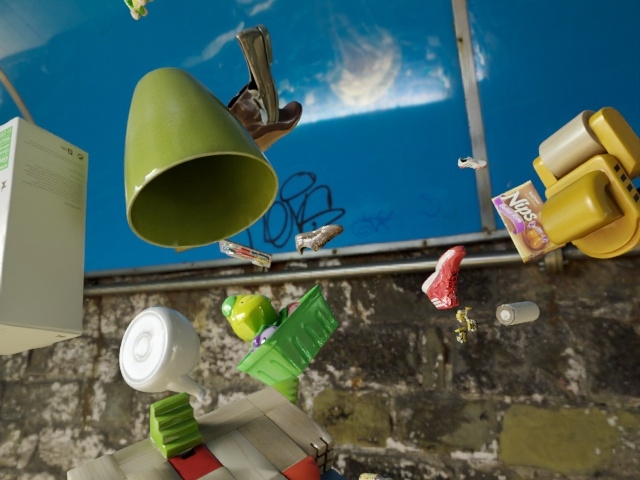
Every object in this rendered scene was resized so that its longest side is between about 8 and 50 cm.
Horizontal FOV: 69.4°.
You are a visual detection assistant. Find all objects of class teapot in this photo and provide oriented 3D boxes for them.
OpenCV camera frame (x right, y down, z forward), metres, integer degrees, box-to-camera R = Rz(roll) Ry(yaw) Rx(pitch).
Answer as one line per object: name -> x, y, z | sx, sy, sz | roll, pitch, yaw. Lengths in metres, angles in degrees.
teapot -> -0.444, 0.318, 1.350 | 0.252, 0.256, 0.187 | -3, -18, 34

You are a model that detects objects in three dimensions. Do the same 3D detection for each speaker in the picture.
speaker -> 0.529, 0.193, 1.234 | 0.136, 0.055, 0.055 | 1, -13, -40

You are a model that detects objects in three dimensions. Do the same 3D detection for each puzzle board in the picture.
puzzle board -> -0.178, 0.033, 1.095 | 0.128, 0.011, 0.096 | 19, -22, -3

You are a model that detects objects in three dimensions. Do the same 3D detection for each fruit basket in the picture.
fruit basket -> -0.174, 0.296, 1.662 | 0.391, 0.393, 0.283 | 12, -40, -33

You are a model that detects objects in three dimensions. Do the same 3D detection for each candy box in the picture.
candy box -> 0.538, -0.049, 1.200 | 0.109, 0.187, 0.053 | -27, -28, 21

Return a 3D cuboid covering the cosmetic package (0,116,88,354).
cosmetic package -> -0.538, 0.000, 0.815 | 0.196, 0.366, 0.155 | -19, -24, 19

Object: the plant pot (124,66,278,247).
plant pot -> -0.260, -0.182, 0.895 | 0.274, 0.294, 0.275 | -20, -26, -10

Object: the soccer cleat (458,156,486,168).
soccer cleat -> 0.462, -0.238, 1.408 | 0.083, 0.029, 0.036 | 5, -34, 26

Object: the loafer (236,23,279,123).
loafer -> -0.174, -0.441, 1.260 | 0.084, 0.096, 0.268 | -23, -48, -23

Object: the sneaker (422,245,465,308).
sneaker -> 0.411, 0.128, 1.433 | 0.086, 0.128, 0.221 | -8, -41, -27

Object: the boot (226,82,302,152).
boot -> -0.175, -0.435, 1.525 | 0.090, 0.248, 0.207 | 25, -23, 40

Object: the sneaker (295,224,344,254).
sneaker -> 0.000, 0.000, 1.549 | 0.188, 0.071, 0.066 | -16, -17, 32

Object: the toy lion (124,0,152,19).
toy lion -> -0.428, -0.571, 1.050 | 0.096, 0.034, 0.100 | 51, -32, -16

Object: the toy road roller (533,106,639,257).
toy road roller -> 0.600, -0.120, 1.043 | 0.240, 0.330, 0.202 | -11, -20, -30

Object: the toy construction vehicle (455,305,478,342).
toy construction vehicle -> 0.449, 0.261, 1.443 | 0.085, 0.099, 0.035 | -10, 1, -35

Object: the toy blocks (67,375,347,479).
toy blocks -> -0.096, 0.320, 0.535 | 0.381, 0.191, 0.260 | -10, 23, -43

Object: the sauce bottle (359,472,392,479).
sauce bottle -> 0.179, 0.775, 1.489 | 0.042, 0.042, 0.128 | 14, -28, -36
